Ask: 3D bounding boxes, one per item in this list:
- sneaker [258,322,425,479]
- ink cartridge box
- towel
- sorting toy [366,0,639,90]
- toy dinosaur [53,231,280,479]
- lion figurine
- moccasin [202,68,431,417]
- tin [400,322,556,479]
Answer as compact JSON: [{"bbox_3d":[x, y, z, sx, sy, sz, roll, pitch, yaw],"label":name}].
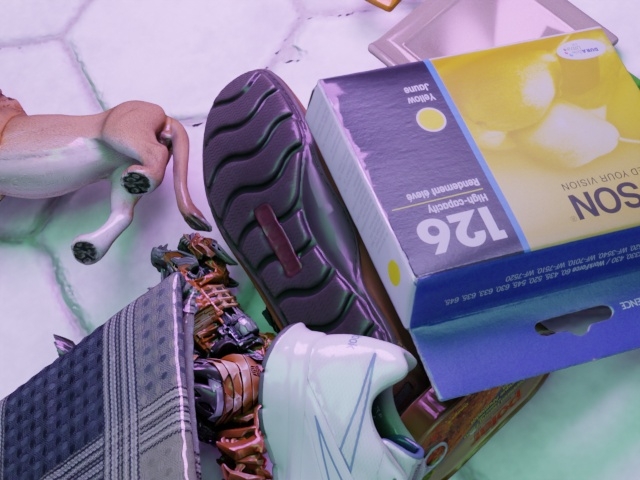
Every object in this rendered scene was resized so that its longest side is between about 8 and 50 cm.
[{"bbox_3d":[0.020,0.218,1.124,0.129,0.111,0.297,0,96,19],"label":"sneaker"},{"bbox_3d":[0.181,-0.038,1.206,0.303,0.072,0.307,-13,58,-22],"label":"ink cartridge box"},{"bbox_3d":[-0.192,0.221,1.052,0.312,0.056,0.324,-36,40,26],"label":"towel"},{"bbox_3d":[0.175,-0.195,1.407,0.196,0.047,0.347,-38,63,-16],"label":"sorting toy"},{"bbox_3d":[-0.121,0.135,1.248,0.218,0.164,0.322,-11,37,-11],"label":"toy dinosaur"},{"bbox_3d":[-0.270,-0.090,1.402,0.392,0.142,0.240,7,36,10],"label":"lion figurine"},{"bbox_3d":[0.002,-0.002,1.298,0.139,0.147,0.380,-40,63,14],"label":"moccasin"},{"bbox_3d":[0.133,0.142,1.199,0.189,0.106,0.040,-42,53,-11],"label":"tin"}]
